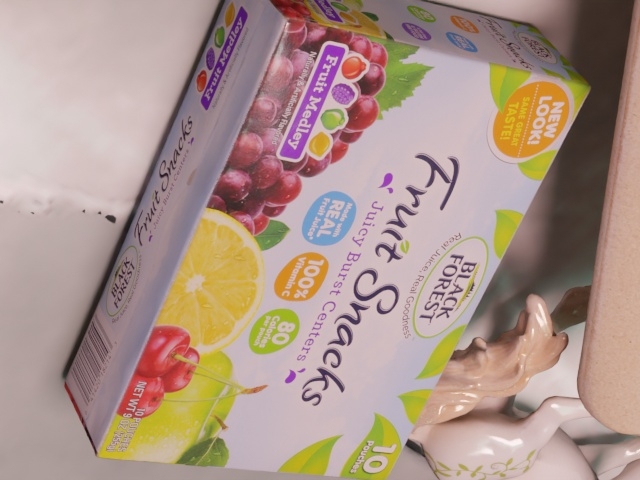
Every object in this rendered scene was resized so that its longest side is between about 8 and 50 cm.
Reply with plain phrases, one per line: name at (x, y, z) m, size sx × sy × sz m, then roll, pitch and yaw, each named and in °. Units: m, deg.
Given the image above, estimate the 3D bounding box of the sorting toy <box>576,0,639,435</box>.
sorting toy at (0.168, -0.050, 0.575) m, size 0.208 × 0.038 × 0.193 m, roll -23°, pitch 134°, yaw -31°

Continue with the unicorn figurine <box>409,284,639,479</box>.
unicorn figurine at (0.076, 0.080, 0.651) m, size 0.111 × 0.060 × 0.162 m, roll -35°, pitch 118°, yaw 13°

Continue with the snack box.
snack box at (0.000, 0.000, 0.558) m, size 0.100 × 0.037 × 0.141 m, roll 8°, pitch 120°, yaw -33°
